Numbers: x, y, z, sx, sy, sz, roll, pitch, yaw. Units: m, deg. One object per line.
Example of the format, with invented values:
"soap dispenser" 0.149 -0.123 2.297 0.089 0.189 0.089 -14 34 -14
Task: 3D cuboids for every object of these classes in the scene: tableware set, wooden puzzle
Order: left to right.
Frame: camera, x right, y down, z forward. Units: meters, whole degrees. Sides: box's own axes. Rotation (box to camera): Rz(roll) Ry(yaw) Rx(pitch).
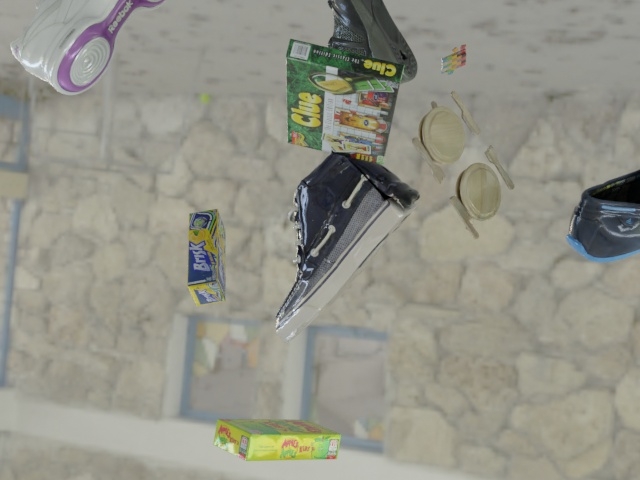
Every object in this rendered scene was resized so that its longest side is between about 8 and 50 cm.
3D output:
"wooden puzzle" 0.247 -0.332 2.002 0.049 0.006 0.083 -24 157 -5
"tableware set" 0.201 -0.111 1.597 0.039 0.128 0.194 -7 125 50

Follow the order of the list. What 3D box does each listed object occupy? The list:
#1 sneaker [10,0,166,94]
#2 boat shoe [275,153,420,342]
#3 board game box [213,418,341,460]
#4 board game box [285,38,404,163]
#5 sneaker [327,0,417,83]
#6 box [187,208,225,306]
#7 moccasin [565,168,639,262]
"sneaker" -0.313 -0.347 1.507 0.152 0.305 0.114 26 158 29
"boat shoe" 0.000 0.000 1.722 0.158 0.340 0.127 43 -158 7
"board game box" -0.067 0.313 1.702 0.181 0.043 0.092 8 -178 -40
"board game box" 0.025 -0.165 1.338 0.136 0.030 0.260 15 163 4
"sneaker" 0.036 -0.312 1.571 0.130 0.227 0.087 -24 -172 34
"box" -0.194 0.028 1.844 0.054 0.169 0.059 -11 137 5
"moccasin" 0.524 -0.068 1.614 0.342 0.117 0.138 -24 -139 -27
